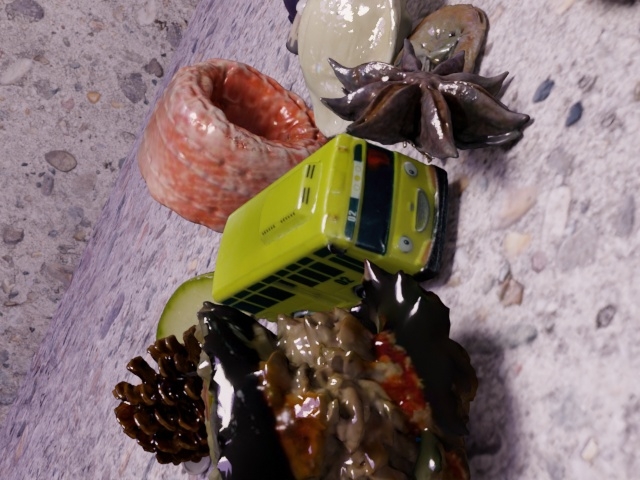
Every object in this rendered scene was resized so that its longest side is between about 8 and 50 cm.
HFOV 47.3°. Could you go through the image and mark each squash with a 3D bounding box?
[{"bbox_3d":[-0.164,0.128,1.134,0.204,0.155,0.236,34,105,28],"label":"squash"}]

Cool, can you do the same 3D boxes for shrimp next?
[{"bbox_3d":[0.128,-0.178,0.789,0.126,0.047,0.223,-30,41,39],"label":"shrimp"}]

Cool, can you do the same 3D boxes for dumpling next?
[{"bbox_3d":[0.050,-0.253,0.912,0.179,0.131,0.252,16,88,60],"label":"dumpling"}]

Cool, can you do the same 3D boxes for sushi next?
[{"bbox_3d":[0.012,0.142,0.573,0.225,0.219,0.238,121,131,-76],"label":"sushi"}]

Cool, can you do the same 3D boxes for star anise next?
[{"bbox_3d":[0.091,-0.125,0.684,0.180,0.205,0.061,-65,-19,-50],"label":"star anise"}]

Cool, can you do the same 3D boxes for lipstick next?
[{"bbox_3d":[-0.191,0.285,1.034,0.040,0.040,0.141,-67,23,-1],"label":"lipstick"}]

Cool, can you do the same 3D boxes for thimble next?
[{"bbox_3d":[-0.122,-0.127,1.011,0.162,0.239,0.239,-55,26,34],"label":"thimble"}]

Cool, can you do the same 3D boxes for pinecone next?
[{"bbox_3d":[-0.165,0.185,0.928,0.165,0.163,0.163,-48,29,18],"label":"pinecone"}]

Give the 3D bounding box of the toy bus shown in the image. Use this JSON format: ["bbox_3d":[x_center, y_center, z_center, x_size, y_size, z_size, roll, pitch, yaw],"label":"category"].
[{"bbox_3d":[0.000,0.000,0.758,0.262,0.150,0.128,-29,45,53],"label":"toy bus"}]

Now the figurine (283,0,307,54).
[{"bbox_3d":[-0.008,-0.397,1.140,0.145,0.145,0.222,-46,36,39],"label":"figurine"}]
